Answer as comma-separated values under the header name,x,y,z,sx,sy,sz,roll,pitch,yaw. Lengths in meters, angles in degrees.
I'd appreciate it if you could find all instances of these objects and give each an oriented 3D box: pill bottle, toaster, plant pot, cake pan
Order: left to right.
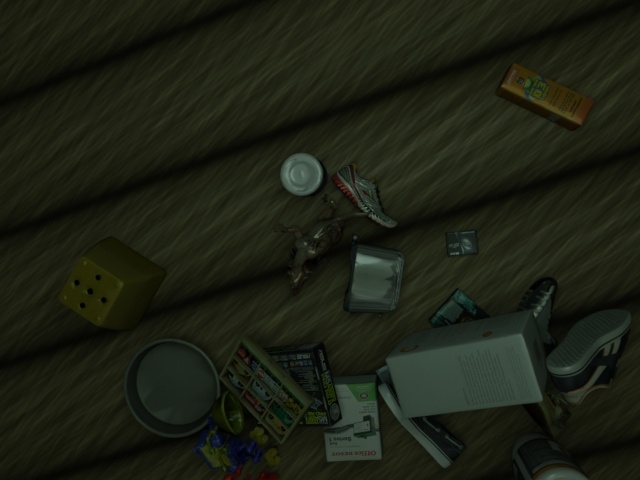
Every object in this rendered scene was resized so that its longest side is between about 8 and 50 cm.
name,x,y,z,sx,sy,sz,roll,pitch,yaw
plant pot,-0.606,0.133,1.606,0.212,0.187,0.212,32,96,4
cake pan,-0.431,0.428,1.667,0.293,0.054,0.293,0,93,7
pill bottle,-0.039,-0.173,1.523,0.112,0.186,0.112,0,93,6
toaster,0.145,0.097,1.549,0.146,0.129,0.227,8,92,2
pill bottle,0.583,0.604,1.445,0.162,0.278,0.162,0,93,7

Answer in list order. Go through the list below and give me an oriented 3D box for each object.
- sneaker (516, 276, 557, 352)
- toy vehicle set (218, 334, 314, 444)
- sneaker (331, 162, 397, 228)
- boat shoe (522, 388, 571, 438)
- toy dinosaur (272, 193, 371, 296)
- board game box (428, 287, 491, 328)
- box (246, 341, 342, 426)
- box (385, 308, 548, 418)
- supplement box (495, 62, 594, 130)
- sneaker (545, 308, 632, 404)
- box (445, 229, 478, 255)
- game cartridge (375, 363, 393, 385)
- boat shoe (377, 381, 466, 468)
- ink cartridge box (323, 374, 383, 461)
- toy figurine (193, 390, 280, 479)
name,x,y,z,sx,sy,sz,roll,pitch,yaw
sneaker,0.600,0.220,1.534,0.132,0.086,0.229,32,91,-14
toy vehicle set,-0.154,0.406,1.552,0.267,0.035,0.166,40,118,22
sneaker,0.134,-0.121,1.557,0.093,0.088,0.225,-43,89,4
boat shoe,0.585,0.427,1.465,0.089,0.285,0.104,-43,51,-1
toy dinosaur,0.000,0.000,1.545,0.295,0.200,0.127,-35,60,-6
board game box,0.411,0.239,1.573,0.186,0.026,0.126,42,96,3
box,-0.087,0.403,1.567,0.270,0.060,0.216,-14,92,35
box,0.376,0.312,1.436,0.345,0.215,0.168,-17,92,28
supplement box,0.589,-0.378,1.496,0.233,0.080,0.078,27,93,7
sneaker,0.696,0.293,1.451,0.321,0.126,0.127,-28,103,-29
box,0.391,0.007,1.567,0.083,0.018,0.067,-5,92,7
game cartridge,0.201,0.393,1.611,0.056,0.017,0.083,-29,90,11
boat shoe,0.284,0.489,1.561,0.102,0.108,0.301,-42,93,4
ink cartridge box,0.088,0.498,1.591,0.160,0.092,0.219,-6,92,8
toy figurine,-0.289,0.592,1.580,0.217,0.191,0.363,-7,123,28
